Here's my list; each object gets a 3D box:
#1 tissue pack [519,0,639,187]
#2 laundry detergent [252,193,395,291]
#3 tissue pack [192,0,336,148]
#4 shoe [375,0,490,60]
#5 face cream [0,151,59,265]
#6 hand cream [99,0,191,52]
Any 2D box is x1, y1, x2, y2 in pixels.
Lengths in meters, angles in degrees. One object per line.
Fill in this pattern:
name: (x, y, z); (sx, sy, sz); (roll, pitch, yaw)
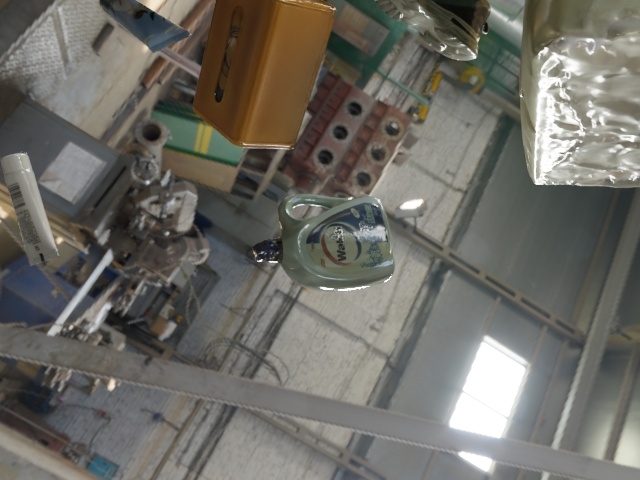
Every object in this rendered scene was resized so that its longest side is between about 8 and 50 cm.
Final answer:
tissue pack: (0.277, -0.255, 0.466); (0.297, 0.207, 0.380); (39, 58, -69)
laundry detergent: (0.000, 0.000, 1.194); (0.105, 0.281, 0.215); (120, -34, -62)
tissue pack: (-0.115, -0.333, 1.083); (0.145, 0.194, 0.274); (-10, 130, -43)
shoe: (0.132, -0.286, 0.653); (0.099, 0.169, 0.071); (-58, -157, -1)
face cream: (-0.637, -0.071, 1.273); (0.092, 0.243, 0.058); (-16, 180, 26)
hand cream: (-0.380, -0.463, 1.221); (0.091, 0.271, 0.058); (-34, 144, -25)
